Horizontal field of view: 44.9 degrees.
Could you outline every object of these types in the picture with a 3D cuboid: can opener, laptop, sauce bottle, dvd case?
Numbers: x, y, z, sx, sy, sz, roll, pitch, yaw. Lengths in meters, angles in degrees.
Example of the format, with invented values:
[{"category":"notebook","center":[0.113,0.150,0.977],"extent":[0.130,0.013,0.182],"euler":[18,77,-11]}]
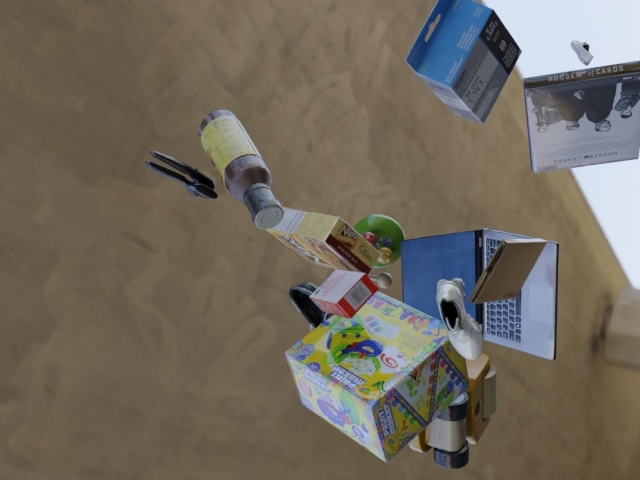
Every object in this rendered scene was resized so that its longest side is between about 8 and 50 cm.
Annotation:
[{"category":"can opener","center":[-0.310,-0.151,1.744],"extent":[0.186,0.073,0.059],"euler":[33,-110,-35]},{"category":"laptop","center":[0.482,0.181,2.358],"extent":[0.236,0.407,0.382],"euler":[-23,-64,-41]},{"category":"sauce bottle","center":[-0.182,-0.165,1.784],"extent":[0.111,0.344,0.111],"euler":[-17,-41,-16]},{"category":"dvd case","center":[0.426,-0.192,1.251],"extent":[0.239,0.179,0.030],"euler":[58,-151,-58]}]

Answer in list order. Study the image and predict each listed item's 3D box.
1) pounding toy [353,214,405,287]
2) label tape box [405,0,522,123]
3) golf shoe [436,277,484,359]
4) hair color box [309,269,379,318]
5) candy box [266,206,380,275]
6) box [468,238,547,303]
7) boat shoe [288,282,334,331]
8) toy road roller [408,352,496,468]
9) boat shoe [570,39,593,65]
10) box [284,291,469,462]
[{"category":"pounding toy","center":[0.177,0.041,2.522],"extent":[0.110,0.182,0.237],"euler":[-68,-7,-72]},{"category":"label tape box","center":[0.407,-0.516,2.165],"extent":[0.347,0.115,0.249],"euler":[29,-91,-53]},{"category":"golf shoe","center":[0.256,0.161,1.464],"extent":[0.176,0.069,0.086],"euler":[66,-153,-16]},{"category":"hair color box","center":[0.050,0.115,1.694],"extent":[0.093,0.167,0.053],"euler":[-45,-74,-14]},{"category":"candy box","center":[0.000,0.000,2.171],"extent":[0.183,0.316,0.088],"euler":[41,-106,-31]},{"category":"box","center":[0.435,0.069,1.788],"extent":[0.201,0.021,0.165],"euler":[-1,-59,-48]},{"category":"boat shoe","center":[0.017,0.204,1.972],"extent":[0.095,0.254,0.079],"euler":[-50,-23,24]},{"category":"toy road roller","center":[0.323,0.441,2.108],"extent":[0.329,0.240,0.203],"euler":[-32,-56,-52]},{"category":"boat shoe","center":[0.631,-0.459,1.860],"extent":[0.035,0.035,0.100],"euler":[23,-142,-21]},{"category":"box","center":[0.128,0.289,1.745],"extent":[0.279,0.290,0.177],"euler":[-34,-54,-27]}]
